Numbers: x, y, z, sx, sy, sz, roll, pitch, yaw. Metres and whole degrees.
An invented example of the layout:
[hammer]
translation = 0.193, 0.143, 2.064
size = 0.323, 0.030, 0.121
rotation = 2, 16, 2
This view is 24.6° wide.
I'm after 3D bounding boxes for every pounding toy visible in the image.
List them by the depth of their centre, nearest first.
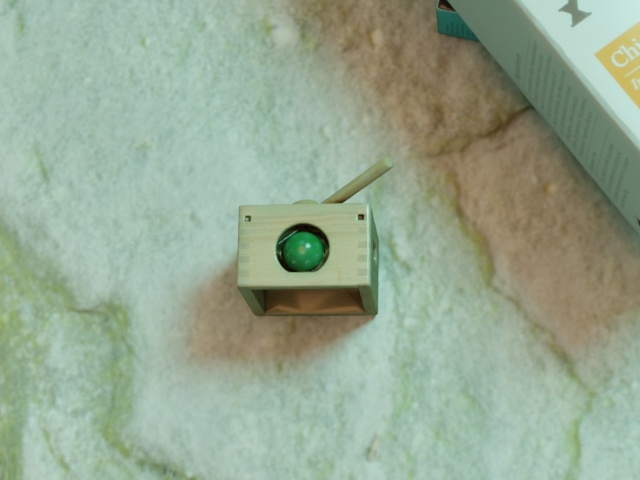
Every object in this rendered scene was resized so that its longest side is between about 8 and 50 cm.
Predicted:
[pounding toy]
translation = 0.000, 0.000, 1.234
size = 0.130, 0.141, 0.100
rotation = -1, 74, 6

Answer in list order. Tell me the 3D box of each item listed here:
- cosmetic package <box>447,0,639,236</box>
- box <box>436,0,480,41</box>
[cosmetic package]
translation = 0.239, -0.235, 1.201
size = 0.230, 0.161, 0.453
rotation = -36, 74, -5
[box]
translation = 0.233, -0.214, 1.312
size = 0.244, 0.060, 0.100
rotation = 14, 77, 10
